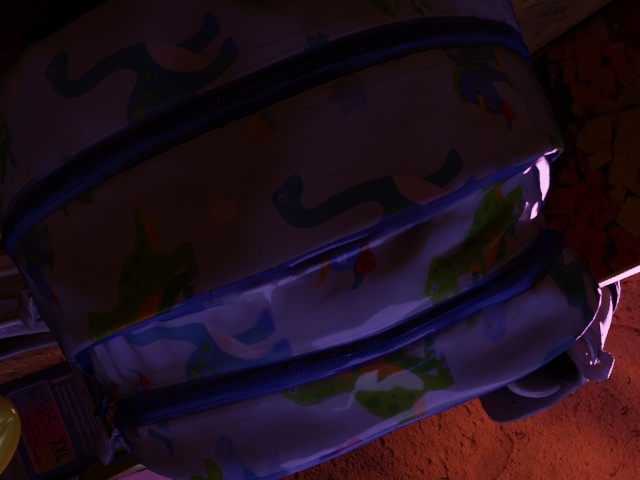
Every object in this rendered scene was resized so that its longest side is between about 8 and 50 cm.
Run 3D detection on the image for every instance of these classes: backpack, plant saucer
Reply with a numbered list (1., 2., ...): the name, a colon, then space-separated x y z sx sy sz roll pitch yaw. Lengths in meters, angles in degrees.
1. backpack: -0.013 -0.015 0.525 0.290 0.273 0.355 -15 159 -7
2. plant saucer: -0.233 0.296 1.540 0.241 0.037 0.241 -23 167 -6

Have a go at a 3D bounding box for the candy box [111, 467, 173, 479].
1. candy box: -0.294 0.376 1.502 0.164 0.070 0.196 -14 163 -41

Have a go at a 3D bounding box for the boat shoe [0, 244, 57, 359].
1. boat shoe: -0.222 0.062 0.822 0.320 0.103 0.118 -21 171 -9

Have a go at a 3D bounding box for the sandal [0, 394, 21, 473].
1. sandal: -0.410 0.156 0.885 0.317 0.138 0.126 1 114 -42

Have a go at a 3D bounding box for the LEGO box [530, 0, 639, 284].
1. LEGO box: 0.344 -0.090 1.087 0.500 0.193 0.372 -16 169 -43

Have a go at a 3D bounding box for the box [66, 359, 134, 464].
1. box: -0.119 0.103 1.168 0.247 0.163 0.142 -16 166 -43

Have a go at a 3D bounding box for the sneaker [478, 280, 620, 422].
1. sneaker: 0.157 0.088 1.266 0.365 0.137 0.210 2 -151 9

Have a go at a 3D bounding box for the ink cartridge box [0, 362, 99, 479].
1. ink cartridge box: -0.288 0.240 1.669 0.395 0.151 0.270 -21 172 -28
